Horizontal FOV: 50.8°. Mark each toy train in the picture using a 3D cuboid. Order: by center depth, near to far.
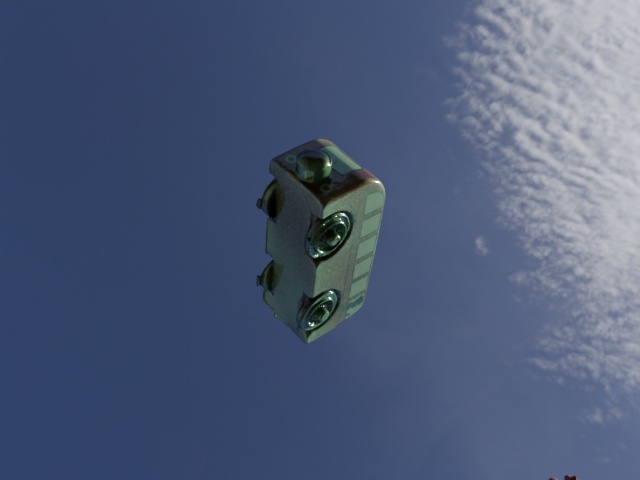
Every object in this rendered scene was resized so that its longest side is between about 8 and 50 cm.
[{"bbox_3d":[0.000,0.000,0.959,0.159,0.326,0.129,-29,-126,-32],"label":"toy train"}]

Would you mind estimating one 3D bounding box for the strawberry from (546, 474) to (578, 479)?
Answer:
[{"bbox_3d":[0.355,0.377,0.881,0.145,0.145,0.086,-13,-78,-8],"label":"strawberry"}]
